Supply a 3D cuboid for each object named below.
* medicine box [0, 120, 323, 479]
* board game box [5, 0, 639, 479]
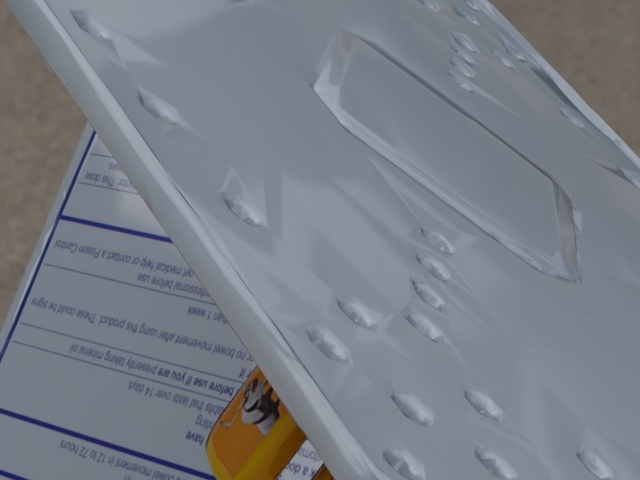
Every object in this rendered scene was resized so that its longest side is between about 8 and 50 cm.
[{"bbox_3d":[-0.030,0.076,1.014,0.263,0.289,0.149,11,-14,40],"label":"medicine box"},{"bbox_3d":[0.033,-0.016,0.688,0.390,0.050,0.390,16,29,-48],"label":"board game box"}]
